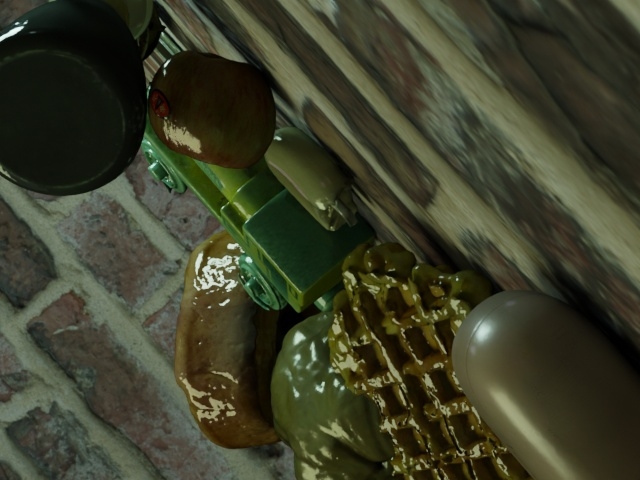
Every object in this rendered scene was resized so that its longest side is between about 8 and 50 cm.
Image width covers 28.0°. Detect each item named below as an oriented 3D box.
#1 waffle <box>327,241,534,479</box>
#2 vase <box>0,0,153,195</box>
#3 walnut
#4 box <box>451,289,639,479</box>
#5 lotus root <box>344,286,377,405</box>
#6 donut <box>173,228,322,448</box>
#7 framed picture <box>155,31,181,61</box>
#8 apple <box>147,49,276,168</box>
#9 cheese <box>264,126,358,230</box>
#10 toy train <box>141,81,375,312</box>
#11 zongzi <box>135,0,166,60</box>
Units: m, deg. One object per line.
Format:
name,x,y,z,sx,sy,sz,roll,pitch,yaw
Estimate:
waffle,0.098,0.129,1.071,0.291,0.051,0.291,34,137,39
vase,-0.252,-0.192,1.336,0.173,0.173,0.321,50,-162,-24
walnut,0.072,0.227,1.679,0.277,0.282,0.253,-124,38,-62
box,0.163,0.116,0.792,0.200,0.088,0.146,48,176,-5
lotus root,0.086,0.100,1.212,0.221,0.125,0.118,41,134,30
donut,-0.091,0.140,1.844,0.150,0.299,0.317,-2,114,32
framed picture,-0.192,-0.244,1.848,0.273,0.016,0.216,48,177,22
apple,-0.100,-0.126,1.227,0.126,0.102,0.126,17,-174,-2
cheese,-0.035,-0.091,1.299,0.235,0.050,0.127,45,176,29
toy train,-0.094,-0.074,1.535,0.369,0.150,0.237,48,168,11
zongzi,-0.277,-0.235,1.610,0.084,0.184,0.187,48,177,-8
